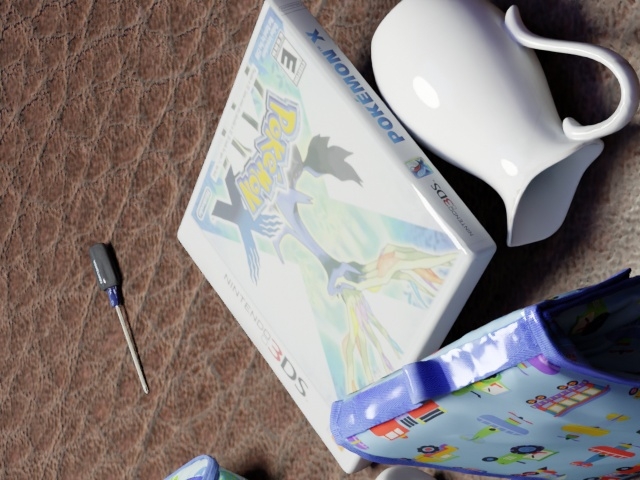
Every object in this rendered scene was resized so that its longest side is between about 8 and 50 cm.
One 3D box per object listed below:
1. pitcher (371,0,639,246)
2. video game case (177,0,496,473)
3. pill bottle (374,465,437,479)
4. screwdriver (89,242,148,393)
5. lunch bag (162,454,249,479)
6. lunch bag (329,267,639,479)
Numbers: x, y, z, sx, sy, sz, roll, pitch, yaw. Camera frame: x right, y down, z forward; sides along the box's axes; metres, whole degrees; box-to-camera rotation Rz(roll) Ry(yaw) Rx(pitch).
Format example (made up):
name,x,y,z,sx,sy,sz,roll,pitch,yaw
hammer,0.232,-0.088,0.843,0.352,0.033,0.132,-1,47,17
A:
name,x,y,z,sx,sy,sz,roll,pitch,yaw
pitcher,0.149,-0.126,1.585,0.207,0.125,0.177,51,119,22
video game case,0.000,0.000,1.706,0.300,0.036,0.329,53,143,23
pill bottle,0.051,0.274,1.707,0.086,0.086,0.152,56,128,32
screwdriver,-0.210,0.082,2.038,0.025,0.024,0.169,-20,75,15
lunch bag,-0.146,0.310,1.871,0.219,0.090,0.176,-34,32,47
lunch bag,0.165,0.106,1.431,0.221,0.293,0.138,-28,70,43
